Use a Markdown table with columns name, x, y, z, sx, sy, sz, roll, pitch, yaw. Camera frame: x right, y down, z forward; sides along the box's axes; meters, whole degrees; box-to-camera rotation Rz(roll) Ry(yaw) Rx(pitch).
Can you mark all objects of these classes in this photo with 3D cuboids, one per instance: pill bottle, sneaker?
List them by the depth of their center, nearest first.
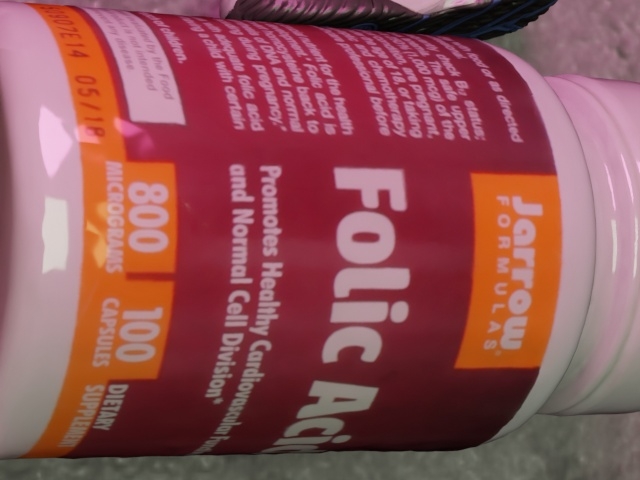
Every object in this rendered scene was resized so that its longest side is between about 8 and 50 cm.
| name | x | y | z | sx | sy | sz | roll | pitch | yaw |
| --- | --- | --- | --- | --- | --- | --- | --- | --- | --- |
| pill bottle | 0.000 | 0.000 | 0.990 | 0.392 | 0.224 | 0.224 | 1 | 89 | -26 |
| sneaker | 0.034 | -0.151 | 1.102 | 0.211 | 0.080 | 0.081 | -12 | 74 | -27 |
